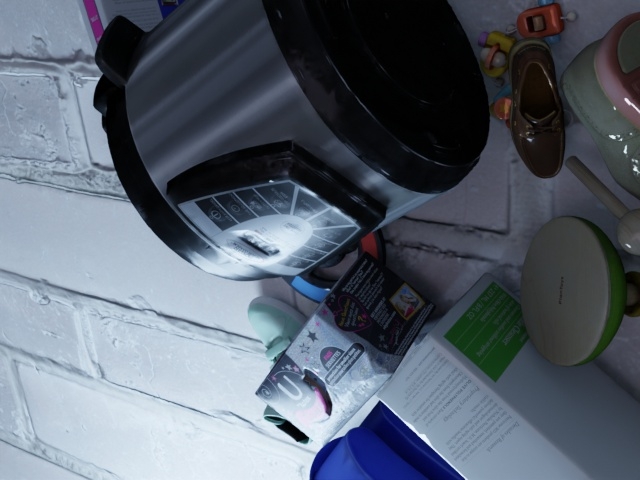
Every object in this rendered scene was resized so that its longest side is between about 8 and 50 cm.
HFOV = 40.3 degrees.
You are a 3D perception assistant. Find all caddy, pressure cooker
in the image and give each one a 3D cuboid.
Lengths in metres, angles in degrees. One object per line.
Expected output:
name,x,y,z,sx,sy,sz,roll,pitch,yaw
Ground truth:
caddy,0.147,0.402,1.334,0.341,0.241,0.179,35,124,17
pressure cooker,-0.049,-0.148,1.083,0.420,0.375,0.370,-28,85,36

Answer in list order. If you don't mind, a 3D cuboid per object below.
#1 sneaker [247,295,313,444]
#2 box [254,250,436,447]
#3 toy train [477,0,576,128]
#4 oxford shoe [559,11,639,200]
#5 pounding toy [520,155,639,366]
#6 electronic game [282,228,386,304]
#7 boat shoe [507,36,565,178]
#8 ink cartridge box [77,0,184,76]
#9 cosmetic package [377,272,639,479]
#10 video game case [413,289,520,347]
sneaker,-0.061,0.216,1.446,0.256,0.151,0.094,50,134,6
box,0.031,0.165,1.303,0.142,0.163,0.247,37,136,4
toy train,0.248,-0.207,1.057,0.125,0.046,0.166,3,115,36
oxford shoe,0.424,-0.071,0.970,0.397,0.140,0.146,53,163,-4
pounding toy,0.345,0.040,1.060,0.183,0.110,0.237,-116,34,-54
electronic game,0.000,0.000,1.354,0.229,0.048,0.229,17,123,29
boat shoe,0.256,-0.147,1.033,0.064,0.060,0.178,-9,120,12
ink cartridge box,-0.242,-0.297,1.254,0.069,0.175,0.371,-14,96,44
cosmetic package,0.283,0.243,1.143,0.365,0.197,0.155,40,129,10
video game case,0.253,0.184,1.280,0.212,0.023,0.193,-24,98,41
